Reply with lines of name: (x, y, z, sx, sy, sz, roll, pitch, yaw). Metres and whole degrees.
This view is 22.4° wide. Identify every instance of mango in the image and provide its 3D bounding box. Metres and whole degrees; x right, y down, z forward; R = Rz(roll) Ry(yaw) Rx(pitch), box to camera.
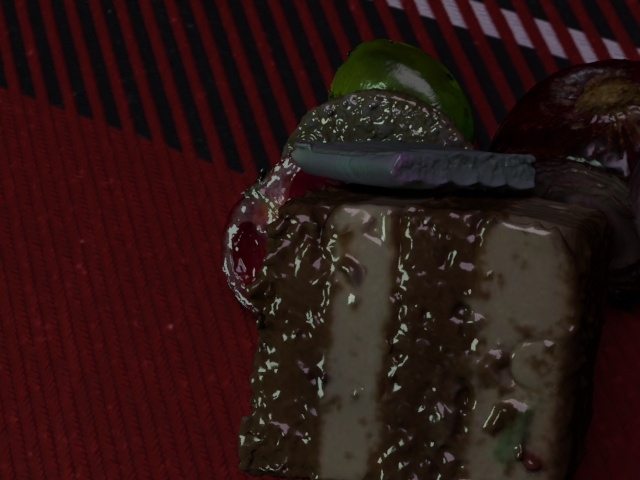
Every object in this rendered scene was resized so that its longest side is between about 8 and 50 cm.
mango: (0.092, -0.145, 1.741, 0.178, 0.100, 0.119, 37, 109, 23)

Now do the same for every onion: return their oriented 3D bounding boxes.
onion: (0.285, -0.084, 1.593, 0.207, 0.216, 0.206, 22, 56, 33)

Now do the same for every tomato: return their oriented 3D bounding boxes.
tomato: (0.000, 0.000, 1.661, 0.189, 0.099, 0.173, -44, 70, 25)

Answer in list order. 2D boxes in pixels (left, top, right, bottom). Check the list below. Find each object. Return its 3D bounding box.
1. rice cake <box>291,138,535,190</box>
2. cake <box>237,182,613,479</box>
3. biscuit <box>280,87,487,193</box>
rice cake: (0.087, -0.073, 1.521, 0.189, 0.037, 0.198, -1, 8, -35)
cake: (0.102, 0.084, 1.433, 0.290, 0.282, 0.255, 8, 98, 14)
biscuit: (0.069, -0.094, 1.693, 0.250, 0.133, 0.032, 15, 30, 21)
